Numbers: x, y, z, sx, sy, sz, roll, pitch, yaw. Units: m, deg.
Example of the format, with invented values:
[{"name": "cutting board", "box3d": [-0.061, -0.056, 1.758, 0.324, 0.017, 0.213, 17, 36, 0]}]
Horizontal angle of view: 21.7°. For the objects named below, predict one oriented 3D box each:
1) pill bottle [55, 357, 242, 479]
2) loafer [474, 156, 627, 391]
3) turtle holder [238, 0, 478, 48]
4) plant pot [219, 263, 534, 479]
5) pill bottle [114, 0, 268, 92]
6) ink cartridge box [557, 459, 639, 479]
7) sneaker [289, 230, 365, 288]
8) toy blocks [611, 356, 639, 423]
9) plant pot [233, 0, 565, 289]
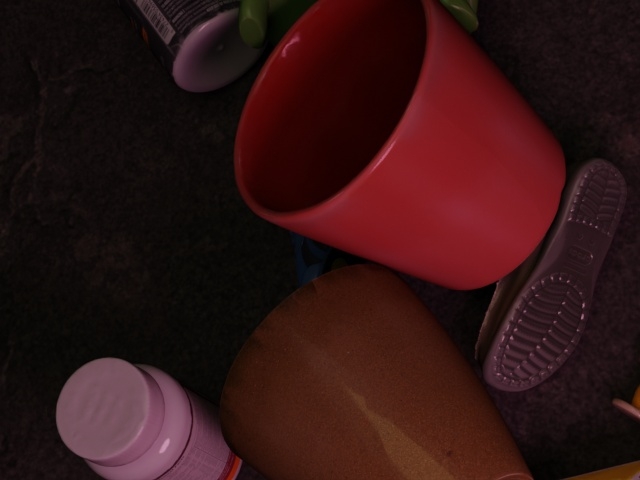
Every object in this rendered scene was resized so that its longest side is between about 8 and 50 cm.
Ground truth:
[{"name": "pill bottle", "box3d": [-0.170, 0.193, 1.678, 0.121, 0.221, 0.121, -7, 69, 19]}, {"name": "loafer", "box3d": [0.223, 0.033, 1.672, 0.087, 0.094, 0.251, 17, 78, 60]}, {"name": "turtle holder", "box3d": [0.016, -0.311, 1.752, 0.320, 0.243, 0.227, 18, 46, -10]}, {"name": "plant pot", "box3d": [0.072, 0.189, 1.554, 0.237, 0.237, 0.254, -48, 52, 0]}, {"name": "pill bottle", "box3d": [-0.170, -0.294, 1.901, 0.130, 0.130, 0.245, -39, 63, 5]}, {"name": "ink cartridge box", "box3d": [0.202, 0.349, 1.471, 0.303, 0.072, 0.307, -18, 37, 26]}, {"name": "sneaker", "box3d": [0.000, 0.000, 1.774, 0.082, 0.069, 0.209, -3, 71, 36]}, {"name": "toy blocks", "box3d": [0.367, 0.125, 1.592, 0.123, 0.054, 0.148, 31, 84, 28]}, {"name": "plant pot", "box3d": [0.090, -0.087, 1.632, 0.275, 0.243, 0.275, -32, 42, 33]}]
